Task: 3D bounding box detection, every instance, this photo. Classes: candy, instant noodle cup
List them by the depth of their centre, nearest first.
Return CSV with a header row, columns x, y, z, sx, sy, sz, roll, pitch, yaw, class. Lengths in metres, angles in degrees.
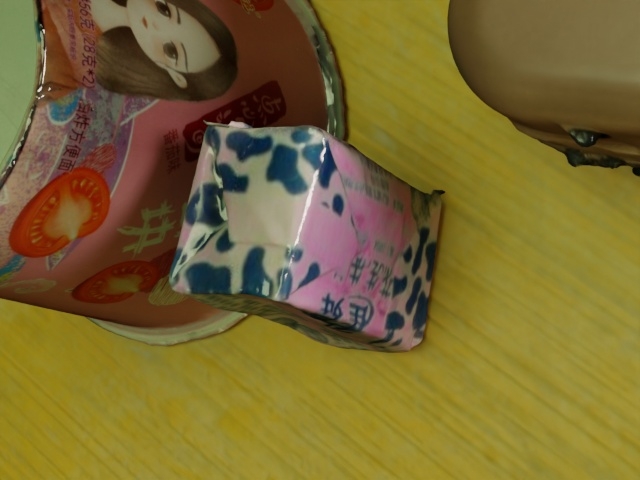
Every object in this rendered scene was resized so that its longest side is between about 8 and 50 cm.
x,y,z,sx,sy,sz,roll,pitch,yaw,class
0.000,0.000,0.733,0.073,0.160,0.092,6,81,28,candy
-0.143,-0.069,0.786,0.243,0.231,0.243,-4,83,30,instant noodle cup

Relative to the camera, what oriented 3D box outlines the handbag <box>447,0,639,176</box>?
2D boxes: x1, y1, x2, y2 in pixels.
x,y,z,sx,sy,sz,roll,pitch,yaw,class
0.222,-0.159,0.626,0.302,0.149,0.283,9,92,34,handbag
